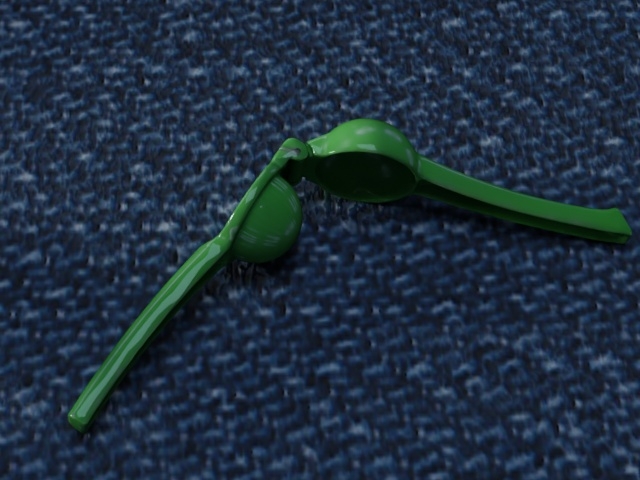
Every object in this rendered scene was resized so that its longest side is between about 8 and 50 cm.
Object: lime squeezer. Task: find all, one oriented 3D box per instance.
[{"bbox_3d":[0.000,0.000,0.877,0.310,0.059,0.110,-18,85,-19],"label":"lime squeezer"}]
